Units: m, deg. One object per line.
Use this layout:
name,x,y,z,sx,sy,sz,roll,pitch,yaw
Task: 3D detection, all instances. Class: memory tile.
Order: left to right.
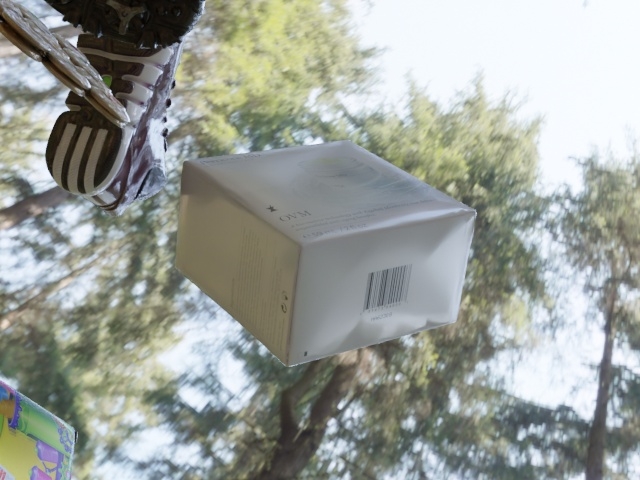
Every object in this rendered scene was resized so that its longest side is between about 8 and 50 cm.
memory tile,-0.185,-0.133,0.726,0.012,0.148,0.113,-47,-52,4

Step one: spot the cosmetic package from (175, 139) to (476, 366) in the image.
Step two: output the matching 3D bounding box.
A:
cosmetic package,0.000,0.000,1.128,0.225,0.224,0.138,33,-55,46

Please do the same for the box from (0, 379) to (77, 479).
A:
box,-0.362,0.236,0.841,0.177,0.289,0.279,-23,-46,21

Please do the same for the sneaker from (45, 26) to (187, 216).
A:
sneaker,-0.198,-0.154,1.154,0.107,0.162,0.281,16,-108,16

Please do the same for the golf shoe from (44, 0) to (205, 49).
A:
golf shoe,-0.120,-0.166,0.478,0.198,0.094,0.077,42,-67,1
